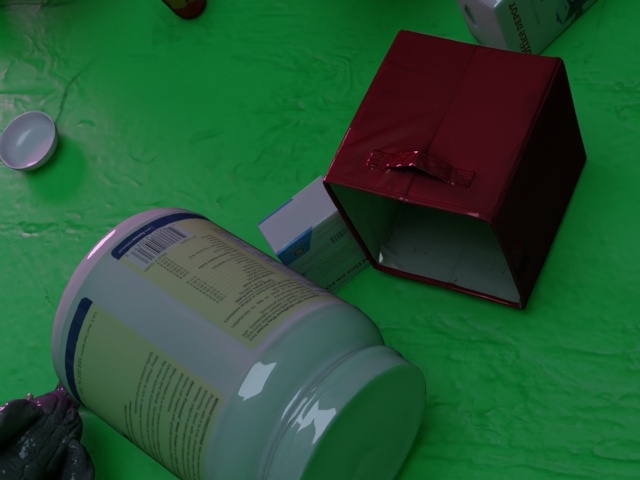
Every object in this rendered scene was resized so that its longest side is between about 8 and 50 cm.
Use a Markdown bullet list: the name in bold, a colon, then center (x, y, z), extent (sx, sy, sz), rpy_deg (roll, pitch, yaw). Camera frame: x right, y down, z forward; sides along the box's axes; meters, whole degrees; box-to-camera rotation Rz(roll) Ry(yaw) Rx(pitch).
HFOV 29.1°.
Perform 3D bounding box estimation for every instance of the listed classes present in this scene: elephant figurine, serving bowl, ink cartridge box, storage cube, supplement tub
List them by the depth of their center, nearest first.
- **supplement tub**: center (-0.082, 0.132, 1.222), extent (0.325, 0.235, 0.235), rpy_deg (30, 80, 30)
- **storage cube**: center (0.144, -0.073, 1.246), extent (0.183, 0.215, 0.193), rpy_deg (15, 67, 28)
- **elephant figurine**: center (-0.317, 0.232, 1.307), extent (0.186, 0.169, 0.239), rpy_deg (37, 87, 37)
- **ink cartridge box**: center (0.000, 0.000, 1.319), extent (0.088, 0.122, 0.052), rpy_deg (-37, 54, 1)
- **ink cartridge box**: center (0.247, -0.300, 1.351), extent (0.190, 0.139, 0.082), rpy_deg (-44, 60, -2)
- **serving bowl**: center (-0.370, -0.123, 1.580), extent (0.083, 0.027, 0.083), rpy_deg (-9, 62, 18)

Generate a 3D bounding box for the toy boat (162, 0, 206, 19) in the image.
- **toy boat**: center (-0.159, -0.448, 1.579), extent (0.267, 0.148, 0.318), rpy_deg (5, 68, 24)
